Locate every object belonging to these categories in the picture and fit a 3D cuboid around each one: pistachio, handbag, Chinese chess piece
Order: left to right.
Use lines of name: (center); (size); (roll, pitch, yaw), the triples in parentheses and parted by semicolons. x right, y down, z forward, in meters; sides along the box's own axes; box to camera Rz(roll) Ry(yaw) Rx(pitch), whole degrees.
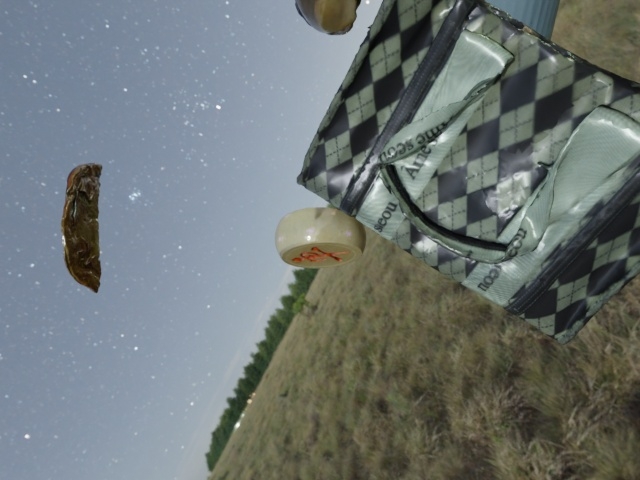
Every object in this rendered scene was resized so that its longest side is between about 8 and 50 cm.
Chinese chess piece: (0.000, 0.000, 1.193); (0.251, 0.251, 0.097); (112, 158, -68)
pistachio: (0.013, -0.487, 0.863); (0.130, 0.165, 0.210); (-37, 19, -22)
handbag: (0.207, -0.100, 0.518); (0.180, 0.416, 0.316); (-52, -10, -46)

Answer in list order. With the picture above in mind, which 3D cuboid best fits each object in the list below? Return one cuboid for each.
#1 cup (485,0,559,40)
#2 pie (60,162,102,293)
cup: (0.342, -0.491, 0.943); (0.311, 0.331, 0.256); (78, 172, -51)
pie: (-0.311, -0.033, 0.566); (0.088, 0.033, 0.191); (102, 160, -67)
